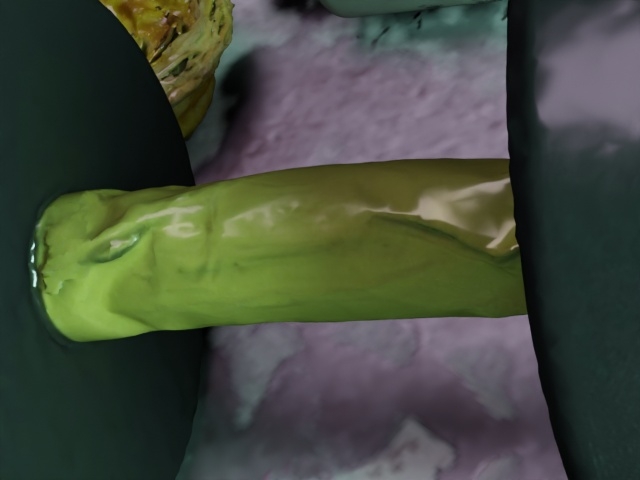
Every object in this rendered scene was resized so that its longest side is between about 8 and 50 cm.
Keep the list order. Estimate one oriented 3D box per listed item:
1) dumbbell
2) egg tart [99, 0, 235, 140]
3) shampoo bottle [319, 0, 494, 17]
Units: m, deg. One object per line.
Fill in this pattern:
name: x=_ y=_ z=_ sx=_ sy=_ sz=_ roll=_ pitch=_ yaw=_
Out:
dumbbell: x=0.000 y=0.000 z=0.438 sx=0.322 sy=0.204 sz=0.203 roll=-6 pitch=51 yaw=23
egg tart: x=-0.090 y=-0.073 z=0.653 sx=0.129 sy=0.049 sz=0.129 roll=-18 pitch=42 yaw=17
shampoo bottle: x=0.075 y=-0.141 z=0.598 sx=0.262 sy=0.085 sz=0.085 roll=-3 pitch=52 yaw=25
